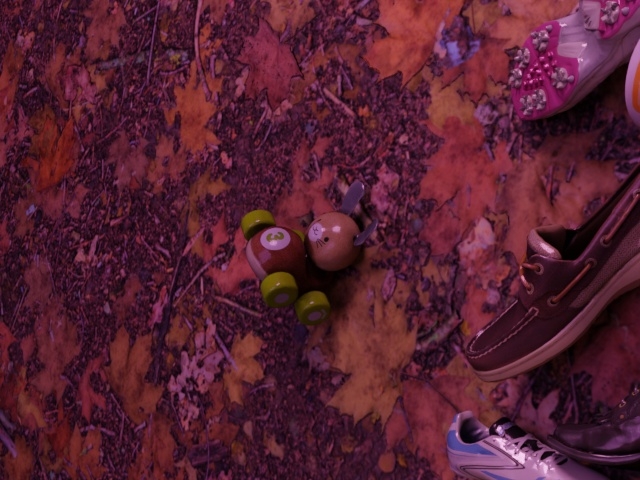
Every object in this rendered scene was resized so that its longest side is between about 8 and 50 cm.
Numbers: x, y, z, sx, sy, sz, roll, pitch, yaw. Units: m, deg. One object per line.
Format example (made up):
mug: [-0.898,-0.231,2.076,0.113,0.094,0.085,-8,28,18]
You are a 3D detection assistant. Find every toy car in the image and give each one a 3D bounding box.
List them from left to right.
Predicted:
toy car: [0.000,0.000,1.558,0.188,0.149,0.155,-38,47,20]

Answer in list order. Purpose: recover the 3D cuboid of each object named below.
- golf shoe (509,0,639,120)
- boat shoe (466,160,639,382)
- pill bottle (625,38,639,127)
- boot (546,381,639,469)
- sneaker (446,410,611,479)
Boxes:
golf shoe: [0.342,-0.233,1.283,0.306,0.140,0.115,133,131,-57]
boat shoe: [0.283,0.030,1.245,0.123,0.123,0.342,44,118,-9]
pill bottle: [0.467,-0.144,1.108,0.272,0.152,0.152,32,105,42]
boot: [0.380,0.141,1.201,0.263,0.091,0.229,-6,73,40]
sneaker: [0.244,0.264,1.290,0.237,0.085,0.086,10,109,48]
